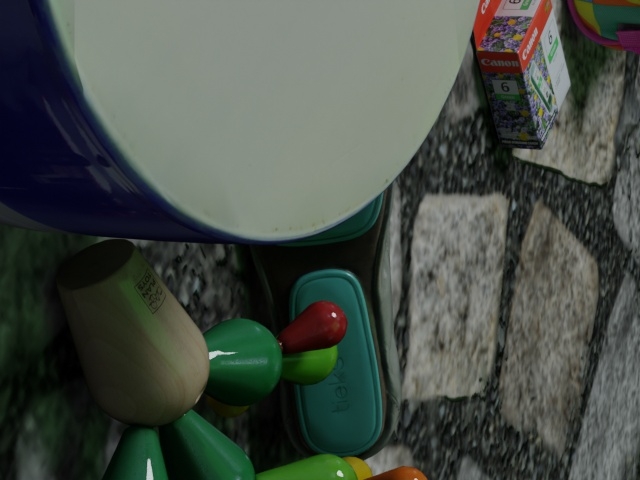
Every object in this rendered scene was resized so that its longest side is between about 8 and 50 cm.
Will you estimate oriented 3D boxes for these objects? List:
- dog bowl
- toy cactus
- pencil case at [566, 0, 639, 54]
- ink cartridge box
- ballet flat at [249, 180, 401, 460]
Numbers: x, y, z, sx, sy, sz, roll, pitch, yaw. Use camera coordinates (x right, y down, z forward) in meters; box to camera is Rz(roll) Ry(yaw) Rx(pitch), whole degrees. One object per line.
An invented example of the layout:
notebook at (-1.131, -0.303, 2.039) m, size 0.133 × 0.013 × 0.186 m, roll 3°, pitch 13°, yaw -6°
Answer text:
dog bowl at (-0.048, -0.131, 0.653) m, size 0.265 × 0.104 × 0.265 m, roll -12°, pitch 104°, yaw -54°
toy cactus at (-0.048, 0.083, 0.767) m, size 0.219 × 0.112 × 0.180 m, roll -49°, pitch 128°, yaw -36°
pencil case at (0.245, -0.214, 1.311) m, size 0.236 × 0.104 × 0.104 m, roll -51°, pitch 138°, yaw -47°
ink cartridge box at (0.118, -0.116, 1.139) m, size 0.063 × 0.029 × 0.115 m, roll -63°, pitch 147°, yaw -38°
ballet flat at (0.000, 0.000, 0.892) m, size 0.068 × 0.072 × 0.213 m, roll -95°, pitch -178°, yaw -72°
